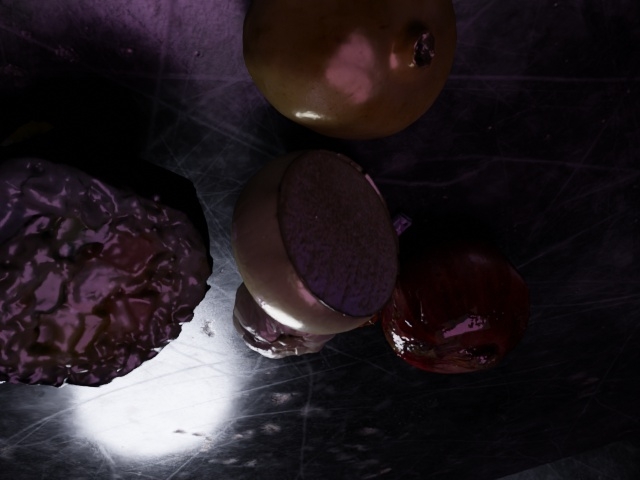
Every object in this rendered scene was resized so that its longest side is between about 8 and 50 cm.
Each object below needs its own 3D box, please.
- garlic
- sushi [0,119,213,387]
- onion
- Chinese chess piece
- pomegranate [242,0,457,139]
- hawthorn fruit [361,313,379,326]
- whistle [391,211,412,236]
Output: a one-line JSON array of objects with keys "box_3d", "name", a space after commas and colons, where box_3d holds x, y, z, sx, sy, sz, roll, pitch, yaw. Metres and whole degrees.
[{"box_3d": [-0.057, 0.138, 0.974, 0.227, 0.152, 0.228, -10, 136, -10], "name": "garlic"}, {"box_3d": [-0.336, -0.004, 0.689, 0.327, 0.285, 0.329, 20, 107, -37], "name": "sushi"}, {"box_3d": [0.247, 0.128, 0.968, 0.275, 0.276, 0.276, -7, 137, -7], "name": "onion"}, {"box_3d": [0.000, 0.000, 0.758, 0.112, 0.270, 0.270, -23, 140, 40], "name": "Chinese chess piece"}, {"box_3d": [0.033, -0.223, 0.582, 0.232, 0.233, 0.233, -7, 137, -7], "name": "pomegranate"}, {"box_3d": [0.080, 0.137, 1.052, 0.092, 0.093, 0.093, -7, 137, -7], "name": "hawthorn fruit"}, {"box_3d": [0.100, 0.012, 0.968, 0.033, 0.033, 0.176, 24, 125, -33], "name": "whistle"}]
